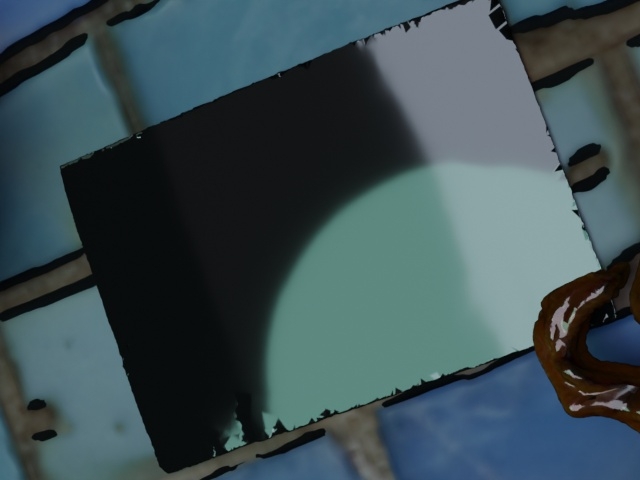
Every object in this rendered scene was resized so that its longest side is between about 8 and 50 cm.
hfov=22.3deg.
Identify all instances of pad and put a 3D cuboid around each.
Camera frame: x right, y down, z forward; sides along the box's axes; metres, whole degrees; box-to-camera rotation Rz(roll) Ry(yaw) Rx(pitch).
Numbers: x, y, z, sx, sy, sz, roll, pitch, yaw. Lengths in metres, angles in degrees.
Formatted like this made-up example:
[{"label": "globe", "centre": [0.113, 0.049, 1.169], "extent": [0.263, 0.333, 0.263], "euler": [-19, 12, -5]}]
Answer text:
[{"label": "pad", "centre": [0.000, 0.000, 0.764], "extent": [0.243, 0.004, 0.163], "euler": [-21, 86, 21]}]

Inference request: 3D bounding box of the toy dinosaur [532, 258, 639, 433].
[{"label": "toy dinosaur", "centre": [0.152, 0.092, 0.637], "extent": [0.432, 0.097, 0.208], "euler": [-30, 71, -1]}]
